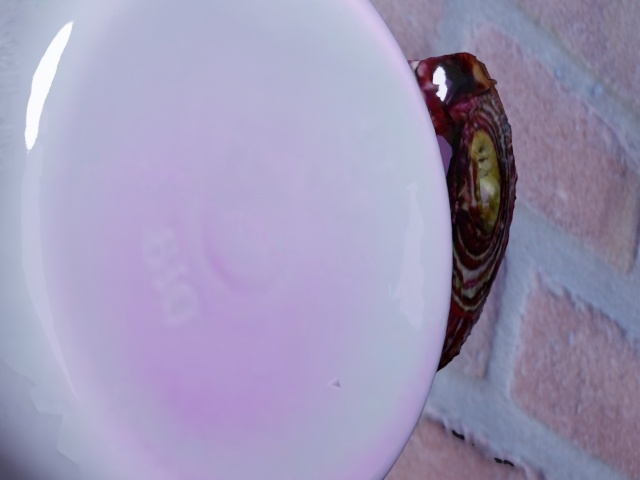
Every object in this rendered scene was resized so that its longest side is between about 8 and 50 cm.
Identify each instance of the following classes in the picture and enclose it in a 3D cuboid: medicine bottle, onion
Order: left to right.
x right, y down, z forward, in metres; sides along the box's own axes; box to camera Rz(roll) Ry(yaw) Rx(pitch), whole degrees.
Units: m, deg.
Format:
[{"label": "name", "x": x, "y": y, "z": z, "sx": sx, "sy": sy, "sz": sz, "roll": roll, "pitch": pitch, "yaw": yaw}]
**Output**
[{"label": "medicine bottle", "x": -0.136, "y": 0.006, "z": 0.720, "sx": 0.256, "sy": 0.325, "sz": 0.256, "roll": 5, "pitch": 83, "yaw": -46}, {"label": "onion", "x": 0.000, "y": 0.006, "z": 0.967, "sx": 0.206, "sy": 0.216, "sz": 0.207, "roll": 18, "pitch": 75, "yaw": -69}]
